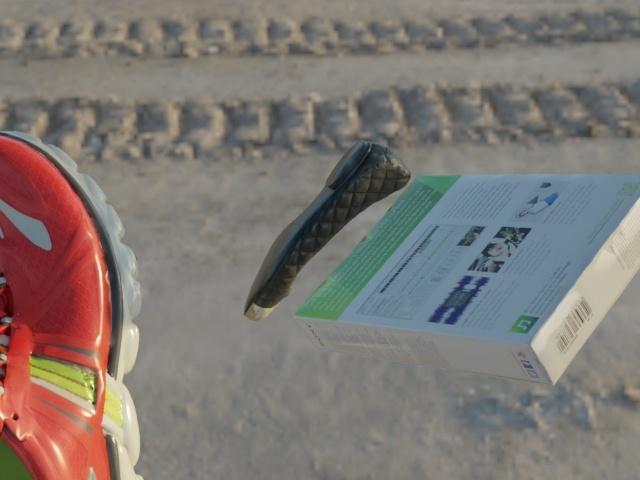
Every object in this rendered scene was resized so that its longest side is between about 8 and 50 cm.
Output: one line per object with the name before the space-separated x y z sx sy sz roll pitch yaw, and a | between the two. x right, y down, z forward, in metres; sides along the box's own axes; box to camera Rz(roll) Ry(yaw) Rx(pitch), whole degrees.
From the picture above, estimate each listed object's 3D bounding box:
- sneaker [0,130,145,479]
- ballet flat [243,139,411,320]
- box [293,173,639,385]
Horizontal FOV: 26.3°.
sneaker | -0.159 0.072 0.716 0.107 0.279 0.118 -16 -9 27
ballet flat | 0.000 0.000 1.027 0.049 0.173 0.057 35 20 -15
box | 0.152 0.026 1.330 0.322 0.058 0.232 5 45 50
